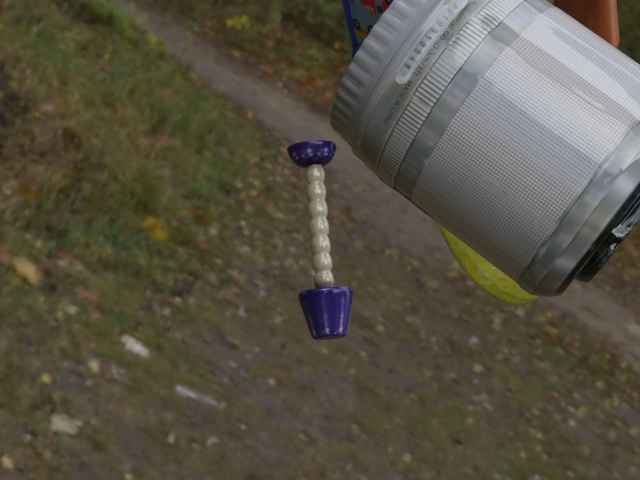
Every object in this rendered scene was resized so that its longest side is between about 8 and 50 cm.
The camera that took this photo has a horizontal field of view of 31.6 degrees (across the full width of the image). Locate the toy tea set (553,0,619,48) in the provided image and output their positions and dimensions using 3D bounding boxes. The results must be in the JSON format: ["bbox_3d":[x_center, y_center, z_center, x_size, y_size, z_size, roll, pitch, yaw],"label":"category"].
[{"bbox_3d":[0.403,-0.346,1.581,0.336,0.124,0.200,-25,42,-21],"label":"toy tea set"}]

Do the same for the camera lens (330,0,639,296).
[{"bbox_3d":[0.175,-0.100,1.023,0.274,0.219,0.219,38,18,11],"label":"camera lens"}]

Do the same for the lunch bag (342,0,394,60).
[{"bbox_3d":[0.152,-0.250,1.542,0.221,0.293,0.138,20,42,32],"label":"lunch bag"}]

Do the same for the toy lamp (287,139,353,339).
[{"bbox_3d":[0.000,0.000,1.573,0.080,0.275,0.080,-6,-10,-1],"label":"toy lamp"}]

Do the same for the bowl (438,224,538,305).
[{"bbox_3d":[0.346,-0.050,1.949,0.289,0.156,0.289,29,42,-31],"label":"bowl"}]
